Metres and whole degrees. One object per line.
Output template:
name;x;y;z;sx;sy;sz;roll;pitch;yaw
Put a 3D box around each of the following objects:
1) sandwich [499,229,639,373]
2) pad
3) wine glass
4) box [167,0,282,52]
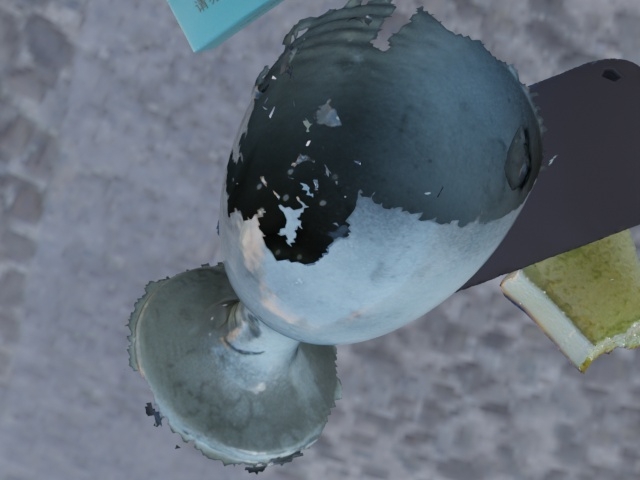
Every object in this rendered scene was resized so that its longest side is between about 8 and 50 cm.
sandwich;0.304;0.044;1.990;0.162;0.193;0.058;46;144;-1
pad;0.126;-0.033;1.592;0.375;0.063;0.315;-20;144;13
wine glass;0.003;0.000;1.244;0.190;0.190;0.357;24;140;-8
box;-0.091;-0.289;1.477;0.162;0.041;0.229;-29;87;31
